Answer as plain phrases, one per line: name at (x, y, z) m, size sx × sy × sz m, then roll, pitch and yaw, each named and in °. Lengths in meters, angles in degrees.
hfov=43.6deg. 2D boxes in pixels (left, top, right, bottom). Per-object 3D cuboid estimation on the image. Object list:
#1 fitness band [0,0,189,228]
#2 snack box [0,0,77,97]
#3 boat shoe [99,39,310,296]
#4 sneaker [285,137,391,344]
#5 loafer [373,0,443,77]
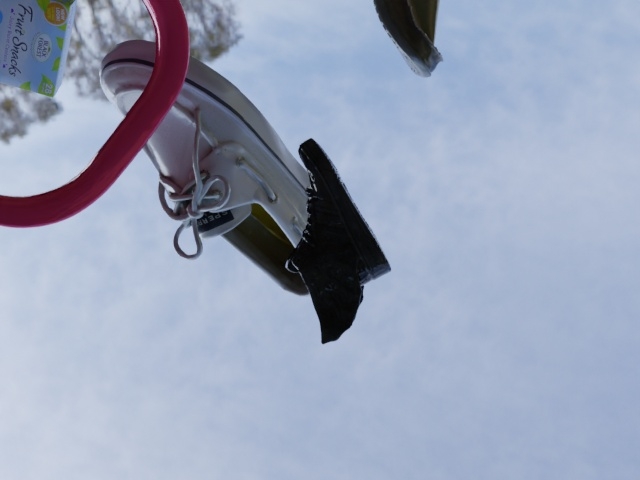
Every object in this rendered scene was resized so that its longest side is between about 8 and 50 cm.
fitness band at (-0.252, -0.149, 0.745) m, size 0.290 × 0.209 × 0.054 m, roll -54°, pitch -155°, yaw -7°
snack box at (-0.529, -0.356, 1.340) m, size 0.207 × 0.174 × 0.070 m, roll 14°, pitch -149°, yaw -14°
boat shoe at (-0.117, -0.052, 0.899) m, size 0.136 × 0.367 × 0.156 m, roll -14°, pitch -136°, yaw 37°
sneaker at (0.000, 0.000, 0.723) m, size 0.089 × 0.170 × 0.051 m, roll -30°, pitch 179°, yaw 7°
loafer at (0.113, -0.322, 1.013) m, size 0.088 × 0.094 × 0.251 m, roll -22°, pitch -114°, yaw 17°
